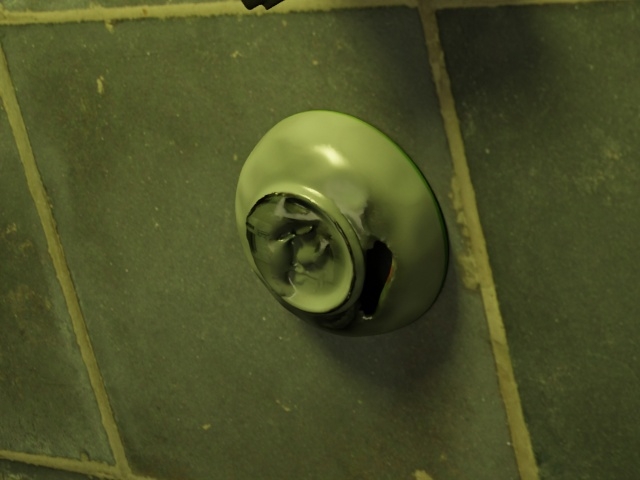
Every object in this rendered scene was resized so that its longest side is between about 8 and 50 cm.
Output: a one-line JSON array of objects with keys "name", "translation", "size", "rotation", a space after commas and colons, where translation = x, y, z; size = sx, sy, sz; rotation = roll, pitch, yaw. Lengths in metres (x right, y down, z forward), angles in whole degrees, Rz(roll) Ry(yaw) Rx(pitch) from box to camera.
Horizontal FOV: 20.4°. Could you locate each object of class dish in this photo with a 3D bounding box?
[{"name": "dish", "translation": [0.000, 0.000, 2.337], "size": [0.324, 0.124, 0.324], "rotation": [21, 127, 30]}]

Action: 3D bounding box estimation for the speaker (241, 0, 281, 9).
[{"name": "speaker", "translation": [-0.007, -0.424, 2.053], "size": [0.254, 0.184, 0.232], "rotation": [-27, 96, 49]}]
